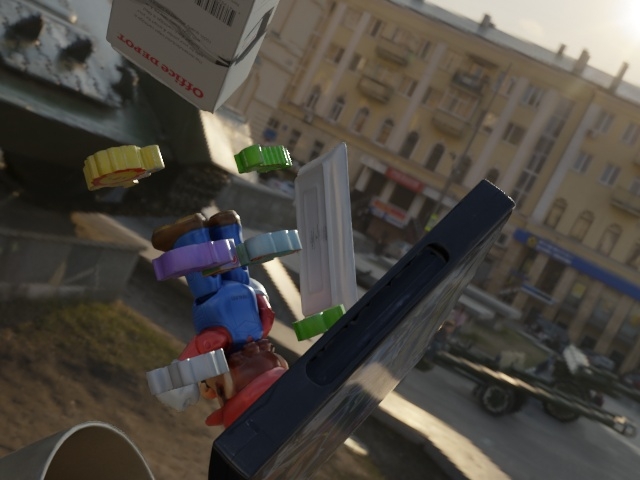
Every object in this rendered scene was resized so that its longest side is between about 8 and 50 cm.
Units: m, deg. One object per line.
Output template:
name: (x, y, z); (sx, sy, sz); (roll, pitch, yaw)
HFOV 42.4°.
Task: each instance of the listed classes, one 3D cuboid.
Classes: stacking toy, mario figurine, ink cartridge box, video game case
stacking toy: (-0.065, 0.008, 0.627); (0.052, 0.167, 0.221); (-22, -6, 37)
mario figurine: (-0.148, 0.131, 1.138); (0.198, 0.320, 0.170); (-14, -9, -16)
ink cartridge box: (-0.191, -0.385, 1.288); (0.223, 0.129, 0.307); (35, -38, 1)
video game case: (0.017, 0.108, 0.597); (0.035, 0.248, 0.275); (41, -28, 14)

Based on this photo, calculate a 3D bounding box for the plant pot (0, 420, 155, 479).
plant pot: (-0.334, 0.340, 0.845); (0.274, 0.256, 0.256); (-15, -3, 13)

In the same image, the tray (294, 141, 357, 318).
tray: (0.000, 0.000, 1.232); (0.030, 0.270, 0.145); (3, -14, -30)
